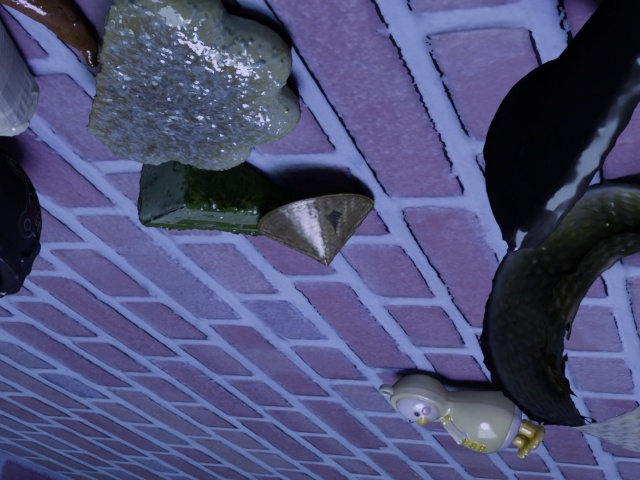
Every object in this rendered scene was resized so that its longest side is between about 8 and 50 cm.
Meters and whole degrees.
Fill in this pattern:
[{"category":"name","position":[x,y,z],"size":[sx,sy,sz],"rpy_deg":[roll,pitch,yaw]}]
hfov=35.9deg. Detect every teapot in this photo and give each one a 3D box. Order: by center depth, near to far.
[{"category":"teapot","position":[-0.347,-0.171,0.950],"size":[0.077,0.107,0.200],"rpy_deg":[9,156,9]}]

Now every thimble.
[{"category":"thimble","position":[0.322,0.088,1.062],"size":[0.150,0.270,0.271],"rpy_deg":[26,152,-36]}]

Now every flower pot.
[{"category":"flower pot","position":[0.321,-0.105,0.632],"size":[0.380,0.379,0.251],"rpy_deg":[10,134,2]}]

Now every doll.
[{"category":"doll","position":[0.245,0.311,1.755],"size":[0.296,0.117,0.141],"rpy_deg":[11,153,-3]}]

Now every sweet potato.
[{"category":"sweet potato","position":[-0.266,-0.220,0.886],"size":[0.050,0.050,0.214],"rpy_deg":[-7,156,34]}]

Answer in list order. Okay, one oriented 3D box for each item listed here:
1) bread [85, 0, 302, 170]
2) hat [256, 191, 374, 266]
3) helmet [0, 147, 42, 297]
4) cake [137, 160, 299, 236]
[{"category":"bread","position":[-0.119,-0.143,0.960],"size":[0.207,0.056,0.286],"rpy_deg":[13,151,-8]},{"category":"hat","position":[0.000,0.000,1.172],"size":[0.146,0.067,0.146],"rpy_deg":[-12,165,-3]},{"category":"helmet","position":[-0.456,-0.054,1.188],"size":[0.279,0.160,0.230],"rpy_deg":[25,155,3]},{"category":"cake","position":[-0.106,-0.062,1.185],"size":[0.100,0.099,0.235],"rpy_deg":[-16,165,41]}]
